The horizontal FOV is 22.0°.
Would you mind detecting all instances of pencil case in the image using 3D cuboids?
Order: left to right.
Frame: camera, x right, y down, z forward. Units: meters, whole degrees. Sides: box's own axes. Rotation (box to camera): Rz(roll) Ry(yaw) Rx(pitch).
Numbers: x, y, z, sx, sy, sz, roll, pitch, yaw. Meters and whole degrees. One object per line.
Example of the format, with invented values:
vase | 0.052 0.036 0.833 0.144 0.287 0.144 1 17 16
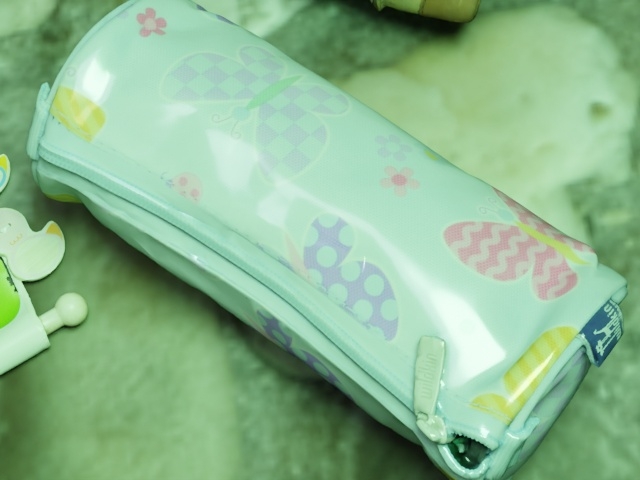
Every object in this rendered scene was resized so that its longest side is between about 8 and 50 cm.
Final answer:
pencil case | 0.000 0.000 0.738 0.273 0.113 0.124 35 54 16

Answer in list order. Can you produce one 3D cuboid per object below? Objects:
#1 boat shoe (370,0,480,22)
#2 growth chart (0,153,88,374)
boat shoe | 0.101 -0.248 0.830 0.120 0.122 0.324 27 82 7
growth chart | -0.237 -0.008 0.808 0.172 0.021 0.237 -38 73 -11
